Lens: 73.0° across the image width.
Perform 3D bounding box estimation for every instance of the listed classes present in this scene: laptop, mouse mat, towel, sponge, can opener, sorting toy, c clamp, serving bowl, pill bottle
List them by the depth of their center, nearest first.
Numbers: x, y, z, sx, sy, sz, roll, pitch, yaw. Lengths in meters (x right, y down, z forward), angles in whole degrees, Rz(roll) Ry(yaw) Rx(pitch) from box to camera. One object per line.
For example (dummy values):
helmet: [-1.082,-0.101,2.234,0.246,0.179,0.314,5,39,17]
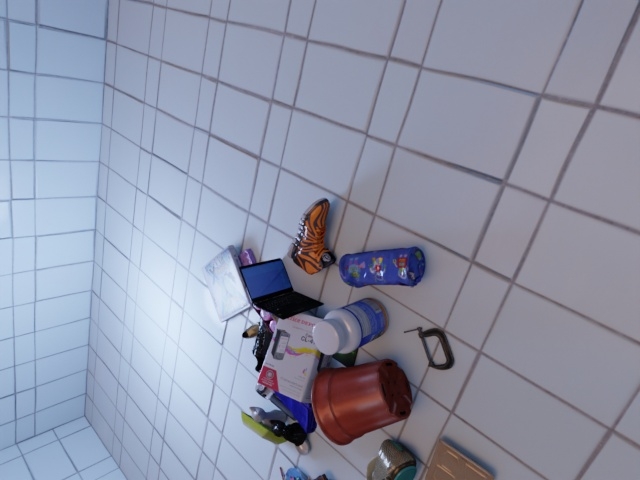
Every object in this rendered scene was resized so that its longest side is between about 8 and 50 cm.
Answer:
sorting toy: [0.457,0.780,1.428,0.193,0.038,0.208,26,118,35]
c clamp: [0.368,0.358,1.440,0.137,0.022,0.161,-30,76,35]
pill bottle: [0.103,0.298,1.487,0.152,0.272,0.152,9,103,40]
mouse mat: [0.070,0.405,1.711,0.189,0.007,0.153,26,113,36]
laptop: [-0.153,0.183,1.712,0.264,0.234,0.137,17,109,38]
towel: [-0.125,0.631,1.791,0.308,0.076,0.228,38,135,38]
serving bowl: [-0.077,0.903,1.908,0.083,0.027,0.083,9,104,40]
can opener: [-0.188,0.714,1.957,0.280,0.074,0.093,22,146,38]
sponge: [-0.322,0.155,1.987,0.117,0.031,0.210,-34,75,39]

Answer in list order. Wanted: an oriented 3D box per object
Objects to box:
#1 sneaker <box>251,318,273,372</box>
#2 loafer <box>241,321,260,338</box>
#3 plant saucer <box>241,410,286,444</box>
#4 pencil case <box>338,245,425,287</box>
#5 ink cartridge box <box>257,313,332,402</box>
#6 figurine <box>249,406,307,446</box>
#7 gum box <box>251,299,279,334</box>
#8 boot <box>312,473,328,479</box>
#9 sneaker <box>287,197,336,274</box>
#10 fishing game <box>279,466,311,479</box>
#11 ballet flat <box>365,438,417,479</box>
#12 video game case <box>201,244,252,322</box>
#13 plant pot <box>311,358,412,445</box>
sneaker: [-0.239,0.451,1.904,0.109,0.130,0.286,-1,96,43]
loafer: [-0.316,0.425,2.016,0.148,0.050,0.056,-43,70,37]
plant saucer: [-0.263,0.862,1.967,0.188,0.188,0.045,15,65,39]
pencil case: [0.207,0.097,1.464,0.306,0.119,0.133,-7,87,42]
ink cartridge box: [-0.081,0.438,1.666,0.226,0.131,0.306,9,76,34]
figurine: [-0.191,0.787,1.864,0.215,0.209,0.092,14,69,39]
gum box: [-0.201,0.309,1.859,0.188,0.107,0.062,49,125,24]
boot: [0.053,1.064,1.763,0.207,0.090,0.248,62,145,19]
sneaker: [0.000,0.000,1.641,0.180,0.124,0.321,44,134,22]
fishing game: [-0.106,1.120,1.944,0.264,0.041,0.189,-17,87,51]
ballet flat: [0.219,0.950,1.602,0.182,0.164,0.483,35,115,56]
video game case: [-0.452,0.216,2.083,0.329,0.036,0.300,-32,77,46]
plant pot: [0.157,0.546,1.511,0.265,0.272,0.272,-29,78,31]
